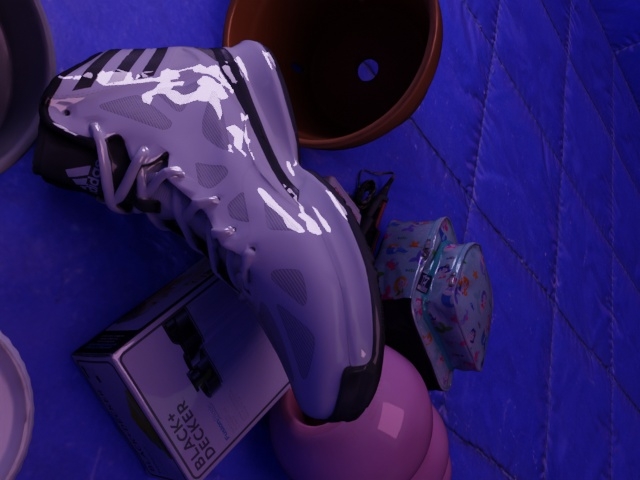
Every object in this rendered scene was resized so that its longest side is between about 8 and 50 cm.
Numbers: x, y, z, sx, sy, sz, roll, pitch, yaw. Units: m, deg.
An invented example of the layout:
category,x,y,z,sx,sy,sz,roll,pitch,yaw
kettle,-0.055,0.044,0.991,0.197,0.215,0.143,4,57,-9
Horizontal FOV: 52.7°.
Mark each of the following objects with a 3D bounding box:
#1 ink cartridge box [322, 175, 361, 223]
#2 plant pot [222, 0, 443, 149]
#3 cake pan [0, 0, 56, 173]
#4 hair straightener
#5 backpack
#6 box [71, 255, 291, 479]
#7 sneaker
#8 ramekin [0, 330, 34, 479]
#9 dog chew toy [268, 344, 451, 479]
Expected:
category,x,y,z,sx,sy,sz,roll,pitch,yaw
ink cartridge box,0.000,0.000,0.921,0.109,0.063,0.150,49,44,-48
plant pot,0.040,-0.261,0.900,0.203,0.291,0.290,0,81,-67
cake pan,-0.365,-0.172,0.526,0.293,0.054,0.293,17,67,-49
hair straightener,0.075,-0.052,1.054,0.089,0.047,0.230,55,43,-27
backpack,0.173,0.086,1.038,0.253,0.191,0.225,-73,146,-44
box,-0.104,0.109,0.727,0.290,0.087,0.169,-39,111,-41
sneaker,-0.127,-0.017,0.613,0.258,0.169,0.447,-7,56,-26
ramekin,-0.315,0.135,0.467,0.207,0.109,0.207,16,69,-48
dog chew toy,0.075,0.270,0.863,0.332,0.207,0.206,52,45,-42
